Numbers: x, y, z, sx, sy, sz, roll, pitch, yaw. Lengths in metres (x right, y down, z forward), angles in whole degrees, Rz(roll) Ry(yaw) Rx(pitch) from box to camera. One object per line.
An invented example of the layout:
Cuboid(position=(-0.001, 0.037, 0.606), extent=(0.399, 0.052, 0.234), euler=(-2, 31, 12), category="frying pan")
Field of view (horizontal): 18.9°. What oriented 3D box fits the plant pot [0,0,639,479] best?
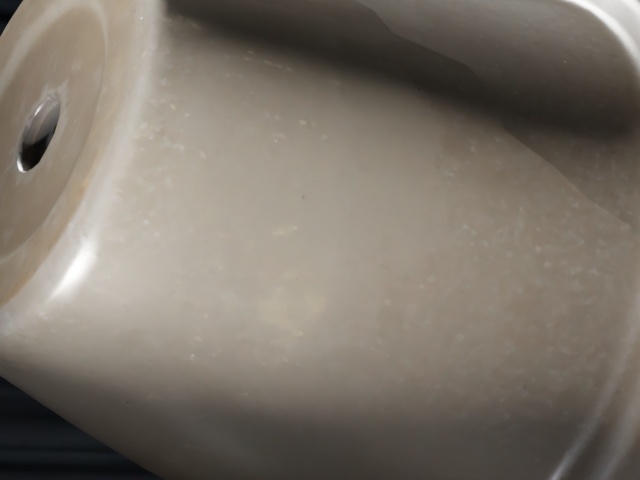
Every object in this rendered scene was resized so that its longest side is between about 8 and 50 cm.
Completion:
Cuboid(position=(0.000, 0.000, 0.674), extent=(0.263, 0.229, 0.263), euler=(-37, 41, 41), category="plant pot")
